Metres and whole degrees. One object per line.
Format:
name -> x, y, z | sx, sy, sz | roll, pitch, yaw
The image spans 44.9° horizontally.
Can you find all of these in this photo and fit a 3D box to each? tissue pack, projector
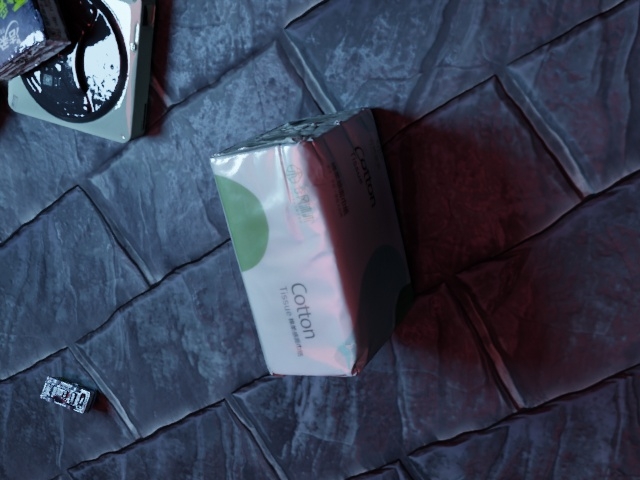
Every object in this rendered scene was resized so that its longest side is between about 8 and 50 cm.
tissue pack -> 0.001, -0.001, 1.187 | 0.194, 0.266, 0.356 | -6, 107, 27
projector -> -0.418, -0.319, 1.325 | 0.259, 0.079, 0.257 | 17, 113, 16
tissue pack -> -0.514, -0.399, 1.264 | 0.174, 0.073, 0.235 | -20, 87, 30

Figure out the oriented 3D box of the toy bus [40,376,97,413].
toy bus -> -0.516, 0.319, 1.600 | 0.102, 0.058, 0.052 | 17, 85, 13
